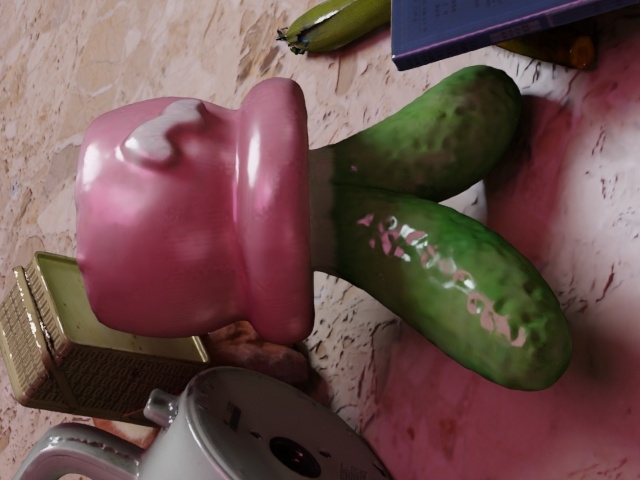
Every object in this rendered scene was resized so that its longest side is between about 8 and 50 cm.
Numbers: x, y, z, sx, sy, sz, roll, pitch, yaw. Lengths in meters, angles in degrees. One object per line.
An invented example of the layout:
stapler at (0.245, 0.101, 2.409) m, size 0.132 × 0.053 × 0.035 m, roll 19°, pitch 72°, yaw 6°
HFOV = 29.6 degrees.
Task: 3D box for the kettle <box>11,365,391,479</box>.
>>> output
kettle at (-0.122, 0.278, 0.991) m, size 0.318 × 0.265 × 0.205 m, roll -55°, pitch 40°, yaw 20°

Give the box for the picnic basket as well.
picnic basket at (-0.185, 0.085, 1.023) m, size 0.079 × 0.164 × 0.115 m, roll -51°, pitch 46°, yaw 23°

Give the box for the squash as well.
squash at (0.028, -0.220, 1.173) m, size 0.183 × 0.052 × 0.052 m, roll -20°, pitch 62°, yaw 40°

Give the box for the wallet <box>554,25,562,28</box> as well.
wallet at (0.142, -0.302, 1.065) m, size 0.170 × 0.044 × 0.321 m, roll -51°, pitch 43°, yaw -2°

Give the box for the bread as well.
bread at (-0.137, 0.110, 1.173) m, size 0.190 × 0.123 × 0.244 m, roll -56°, pitch 42°, yaw 17°

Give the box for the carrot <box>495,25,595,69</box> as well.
carrot at (0.163, -0.180, 1.020) m, size 0.170 × 0.042 × 0.042 m, roll 33°, pitch 100°, yaw 48°

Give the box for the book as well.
book at (0.181, -0.241, 0.944) m, size 0.269 × 0.025 × 0.191 m, roll -14°, pitch 53°, yaw 23°

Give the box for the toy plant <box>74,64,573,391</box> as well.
toy plant at (-0.006, -0.003, 0.937) m, size 0.211 × 0.356 × 0.317 m, roll 94°, pitch 177°, yaw -45°
